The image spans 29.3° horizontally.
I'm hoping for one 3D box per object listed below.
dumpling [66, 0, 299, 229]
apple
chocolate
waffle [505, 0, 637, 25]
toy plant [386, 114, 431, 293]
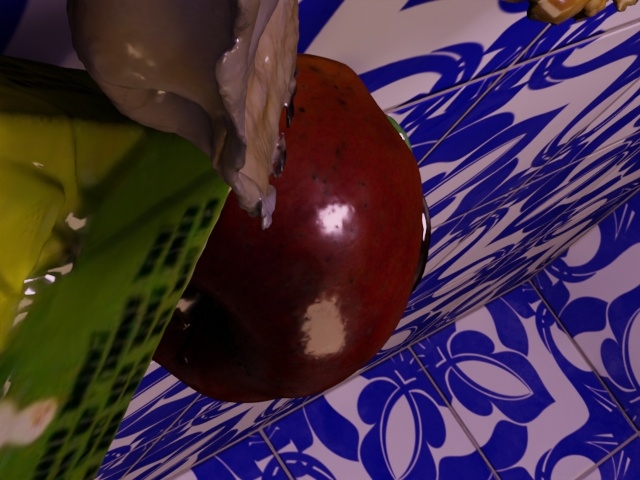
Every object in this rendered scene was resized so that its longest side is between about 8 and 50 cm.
[{"bbox_3d":[-0.052,-0.093,0.558,0.086,0.166,0.332,9,-175,5],"label":"dumpling"},{"bbox_3d":[-0.039,-0.007,0.795,0.234,0.234,0.234,-32,168,-8],"label":"apple"},{"bbox_3d":[-0.203,0.047,0.583,0.300,0.137,0.289,-63,161,12],"label":"chocolate"},{"bbox_3d":[0.276,-0.300,0.804,0.380,0.095,0.382,-21,159,-49],"label":"waffle"},{"bbox_3d":[0.000,0.000,1.012,0.218,0.175,0.235,-62,172,-6],"label":"toy plant"}]
